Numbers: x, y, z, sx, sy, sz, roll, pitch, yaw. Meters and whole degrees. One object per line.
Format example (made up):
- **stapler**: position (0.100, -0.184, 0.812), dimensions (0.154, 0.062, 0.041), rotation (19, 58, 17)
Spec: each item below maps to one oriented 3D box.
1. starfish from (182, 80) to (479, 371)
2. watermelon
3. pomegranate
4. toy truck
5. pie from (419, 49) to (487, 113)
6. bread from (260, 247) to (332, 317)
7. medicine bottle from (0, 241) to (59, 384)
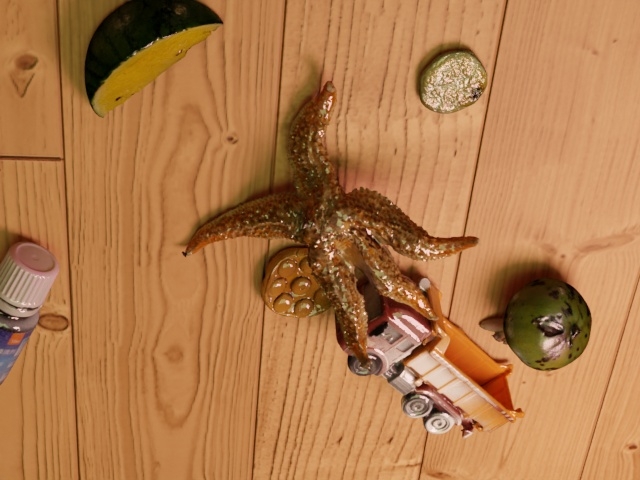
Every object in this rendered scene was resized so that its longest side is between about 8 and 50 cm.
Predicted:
- **starfish**: position (0.022, 0.014, 1.378), dimensions (0.293, 0.084, 0.301), rotation (42, 111, -2)
- **watermelon**: position (-0.198, -0.202, 1.266), dimensions (0.181, 0.075, 0.092), rotation (-32, 125, 14)
- **pomegranate**: position (0.283, 0.112, 1.521), dimensions (0.122, 0.122, 0.161), rotation (42, 149, -28)
- **toy truck**: position (0.143, 0.154, 1.523), dimensions (0.135, 0.114, 0.270), rotation (-37, 120, 23)
- **pie**: position (0.153, -0.183, 1.350), dimensions (0.085, 0.017, 0.085), rotation (-3, 126, -5)
- **bread**: position (-0.025, 0.056, 1.491), dimensions (0.110, 0.024, 0.110), rotation (-3, 125, -5)
- **medicine bottle**: position (-0.396, 0.094, 1.445), dimensions (0.083, 0.083, 0.203), rotation (24, 117, -20)
